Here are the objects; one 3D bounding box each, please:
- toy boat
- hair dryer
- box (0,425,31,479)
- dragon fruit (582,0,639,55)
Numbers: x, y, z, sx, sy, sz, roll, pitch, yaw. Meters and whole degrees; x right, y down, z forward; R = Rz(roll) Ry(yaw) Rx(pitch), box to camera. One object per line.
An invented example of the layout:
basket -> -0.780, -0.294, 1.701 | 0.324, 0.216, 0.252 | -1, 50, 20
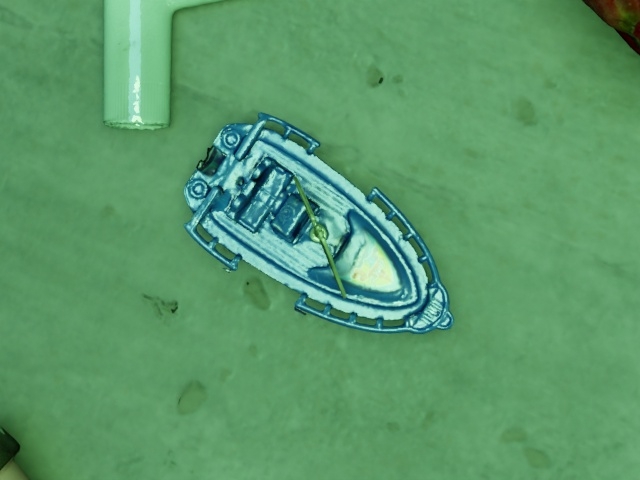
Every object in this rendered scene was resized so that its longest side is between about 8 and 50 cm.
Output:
toy boat -> 0.000, 0.000, 0.710 | 0.175, 0.110, 0.091 | 34, 93, 4
hair dryer -> -0.038, -0.142, 0.754 | 0.183, 0.044, 0.155 | 2, 91, 3
box -> -0.194, 0.197, 0.711 | 0.135, 0.151, 0.151 | 44, 93, -2
dragon fruit -> 0.248, -0.176, 0.625 | 0.299, 0.244, 0.244 | 35, 92, -3
